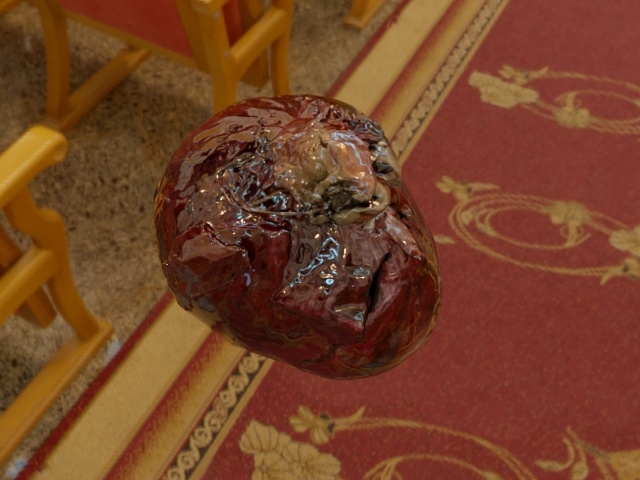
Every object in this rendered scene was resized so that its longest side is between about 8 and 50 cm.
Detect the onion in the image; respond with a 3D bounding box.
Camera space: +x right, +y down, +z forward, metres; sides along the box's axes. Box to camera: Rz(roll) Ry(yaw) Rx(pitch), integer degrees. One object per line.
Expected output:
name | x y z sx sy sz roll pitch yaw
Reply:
onion | -0.009 0.007 0.690 0.281 0.280 0.221 28 56 16
